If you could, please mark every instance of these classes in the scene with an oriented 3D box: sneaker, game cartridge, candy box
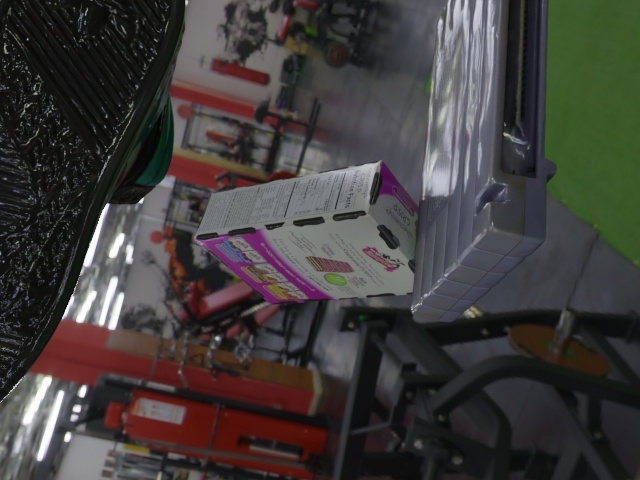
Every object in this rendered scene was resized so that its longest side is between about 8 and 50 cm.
[{"bbox_3d":[-0.172,-0.024,0.432,0.296,0.123,0.178,-60,9,-5],"label":"sneaker"},{"bbox_3d":[0.149,-0.122,0.697,0.230,0.068,0.355,100,178,-68],"label":"game cartridge"},{"bbox_3d":[0.000,0.000,0.842,0.233,0.159,0.071,-6,54,34],"label":"candy box"}]
